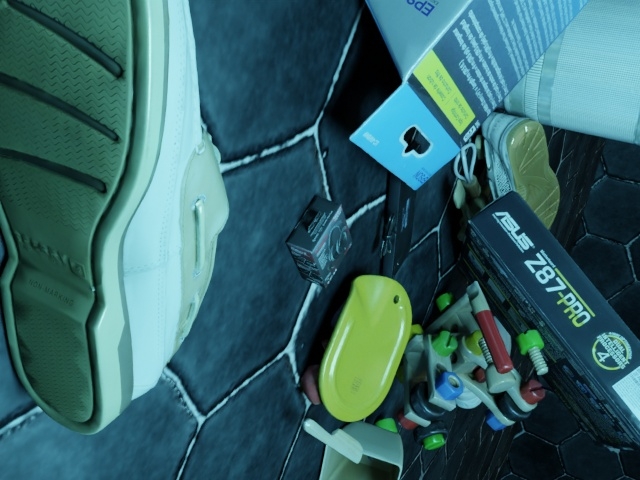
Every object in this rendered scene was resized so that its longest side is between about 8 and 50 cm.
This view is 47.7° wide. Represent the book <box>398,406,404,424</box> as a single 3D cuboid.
[{"bbox_3d":[0.199,0.298,1.388,0.144,0.035,0.096,3,109,-64],"label":"book"}]

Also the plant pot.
[{"bbox_3d":[0.066,0.324,1.052,0.096,0.108,0.109,-47,150,-64],"label":"plant pot"}]

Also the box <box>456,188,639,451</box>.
[{"bbox_3d":[0.371,0.139,1.135,0.097,0.395,0.318,-35,163,-4],"label":"box"}]

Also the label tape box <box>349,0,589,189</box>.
[{"bbox_3d":[0.152,-0.234,0.749,0.348,0.115,0.249,-48,158,10],"label":"label tape box"}]

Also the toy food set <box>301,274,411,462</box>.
[{"bbox_3d":[0.029,0.144,0.885,0.128,0.071,0.218,34,75,-41],"label":"toy food set"}]

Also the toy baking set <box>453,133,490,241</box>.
[{"bbox_3d":[0.247,-0.102,1.183,0.256,0.030,0.197,-56,147,-41],"label":"toy baking set"}]

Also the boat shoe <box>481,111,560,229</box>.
[{"bbox_3d":[0.318,-0.101,1.179,0.098,0.096,0.277,-37,136,-13],"label":"boat shoe"}]

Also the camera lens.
[{"bbox_3d":[0.410,-0.270,1.078,0.219,0.274,0.220,-44,143,-46],"label":"camera lens"}]

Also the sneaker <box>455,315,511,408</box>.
[{"bbox_3d":[0.370,0.266,1.652,0.232,0.090,0.115,-61,151,-21],"label":"sneaker"}]

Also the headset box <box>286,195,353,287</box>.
[{"bbox_3d":[0.000,0.000,0.739,0.062,0.032,0.083,-58,155,-23],"label":"headset box"}]

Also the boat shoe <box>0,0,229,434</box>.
[{"bbox_3d":[-0.112,-0.033,0.401,0.103,0.113,0.302,-39,152,-50],"label":"boat shoe"}]

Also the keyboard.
[{"bbox_3d":[0.097,-0.029,0.934,0.108,0.023,0.180,-52,150,-47],"label":"keyboard"}]

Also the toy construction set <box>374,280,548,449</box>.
[{"bbox_3d":[0.218,0.162,1.149,0.309,0.257,0.237,104,-25,-53],"label":"toy construction set"}]
